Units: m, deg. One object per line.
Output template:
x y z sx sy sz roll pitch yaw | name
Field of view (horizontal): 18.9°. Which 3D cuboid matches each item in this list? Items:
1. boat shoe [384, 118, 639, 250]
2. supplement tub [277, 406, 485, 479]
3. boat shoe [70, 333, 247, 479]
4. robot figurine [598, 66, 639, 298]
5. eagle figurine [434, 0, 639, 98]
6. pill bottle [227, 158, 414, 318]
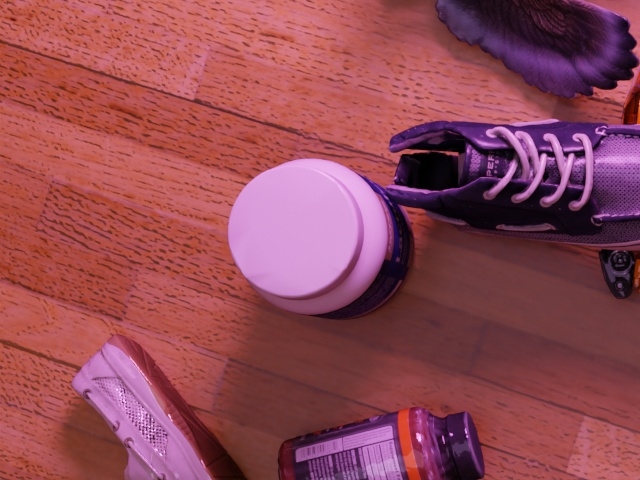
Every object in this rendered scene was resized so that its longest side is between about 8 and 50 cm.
0.220 -0.058 1.840 0.340 0.158 0.127 -5 79 40 | boat shoe
0.063 0.230 1.949 0.198 0.106 0.106 -15 83 10 | supplement tub
-0.160 0.229 2.004 0.096 0.098 0.277 -41 70 7 | boat shoe
0.382 -0.061 1.911 0.211 0.085 0.291 7 87 13 | robot figurine
0.191 -0.294 1.932 0.298 0.225 0.226 17 130 -13 | eagle figurine
0.000 0.000 1.895 0.153 0.265 0.153 -1 87 12 | pill bottle
